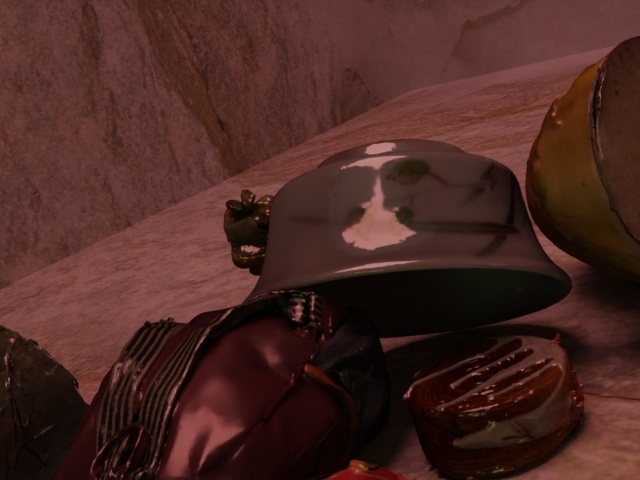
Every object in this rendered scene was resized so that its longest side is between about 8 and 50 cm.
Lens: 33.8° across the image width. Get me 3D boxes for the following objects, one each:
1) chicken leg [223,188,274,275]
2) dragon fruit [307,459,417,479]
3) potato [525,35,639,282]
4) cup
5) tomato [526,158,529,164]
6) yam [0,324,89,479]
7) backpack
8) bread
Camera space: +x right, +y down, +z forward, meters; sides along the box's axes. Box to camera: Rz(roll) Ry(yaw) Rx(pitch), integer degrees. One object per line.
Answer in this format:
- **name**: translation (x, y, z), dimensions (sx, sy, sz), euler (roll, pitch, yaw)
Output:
- **chicken leg**: translation (0.000, 0.000, 1.379), dimensions (0.152, 0.201, 0.429), euler (-39, -20, 20)
- **dragon fruit**: translation (0.024, 0.213, 0.812), dimensions (0.116, 0.086, 0.081), euler (4, -15, -31)
- **potato**: translation (0.319, -0.052, 1.144), dimensions (0.397, 0.290, 0.296), euler (-23, 3, -38)
- **cup**: translation (0.082, -0.004, 1.124), dimensions (0.347, 0.163, 0.347), euler (-4, -15, -1)
- **tomato**: translation (0.413, -0.123, 1.681), dimensions (0.155, 0.069, 0.155), euler (-22, 13, 5)
- **yam**: translation (-0.409, 0.237, 1.074), dimensions (0.241, 0.241, 0.348), euler (-11, 19, 35)
- **backpack**: translation (-0.109, 0.172, 0.946), dimensions (0.283, 0.197, 0.317), euler (-11, 15, 28)
- **bread**: translation (0.157, 0.144, 0.948), dimensions (0.160, 0.073, 0.160), euler (-19, 12, 4)
